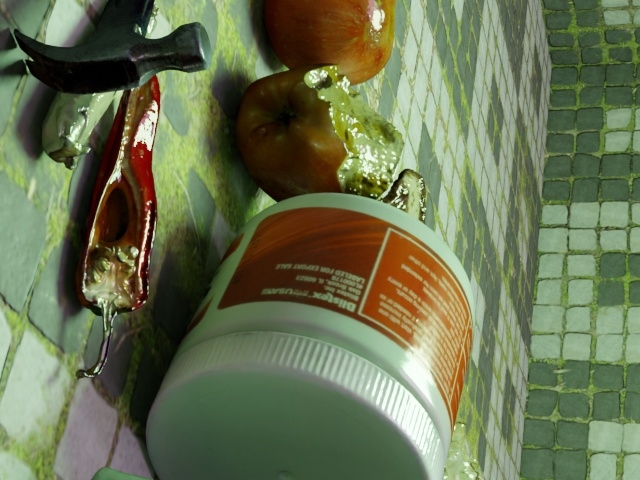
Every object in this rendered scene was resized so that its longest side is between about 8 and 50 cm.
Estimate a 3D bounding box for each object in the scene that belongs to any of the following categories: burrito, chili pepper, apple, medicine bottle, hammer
[{"bbox_3d":[-0.166,-0.128,0.873,0.045,0.041,0.185,106,2,-46],"label":"burrito"},{"bbox_3d":[-0.156,-0.021,0.896,0.050,0.059,0.267,140,-43,-62],"label":"chili pepper"},{"bbox_3d":[0.011,-0.250,1.263,0.163,0.139,0.163,5,90,-84],"label":"apple"},{"bbox_3d":[-0.012,-0.104,1.175,0.158,0.147,0.156,23,62,-46],"label":"apple"},{"bbox_3d":[0.001,0.120,1.034,0.241,0.253,0.252,-68,152,-50],"label":"medicine bottle"},{"bbox_3d":[-0.139,-0.195,0.864,0.289,0.137,0.037,-89,168,-52],"label":"hammer"}]

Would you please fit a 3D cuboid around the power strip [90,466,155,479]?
[{"bbox_3d":[-0.153,0.281,0.819,0.229,0.141,0.261,-59,159,-55],"label":"power strip"}]

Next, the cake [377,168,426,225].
[{"bbox_3d":[0.070,0.051,1.186,0.112,0.135,0.246,-46,174,-44],"label":"cake"}]

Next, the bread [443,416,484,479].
[{"bbox_3d":[0.149,0.379,1.647,0.274,0.149,0.274,1,90,-66],"label":"bread"}]
